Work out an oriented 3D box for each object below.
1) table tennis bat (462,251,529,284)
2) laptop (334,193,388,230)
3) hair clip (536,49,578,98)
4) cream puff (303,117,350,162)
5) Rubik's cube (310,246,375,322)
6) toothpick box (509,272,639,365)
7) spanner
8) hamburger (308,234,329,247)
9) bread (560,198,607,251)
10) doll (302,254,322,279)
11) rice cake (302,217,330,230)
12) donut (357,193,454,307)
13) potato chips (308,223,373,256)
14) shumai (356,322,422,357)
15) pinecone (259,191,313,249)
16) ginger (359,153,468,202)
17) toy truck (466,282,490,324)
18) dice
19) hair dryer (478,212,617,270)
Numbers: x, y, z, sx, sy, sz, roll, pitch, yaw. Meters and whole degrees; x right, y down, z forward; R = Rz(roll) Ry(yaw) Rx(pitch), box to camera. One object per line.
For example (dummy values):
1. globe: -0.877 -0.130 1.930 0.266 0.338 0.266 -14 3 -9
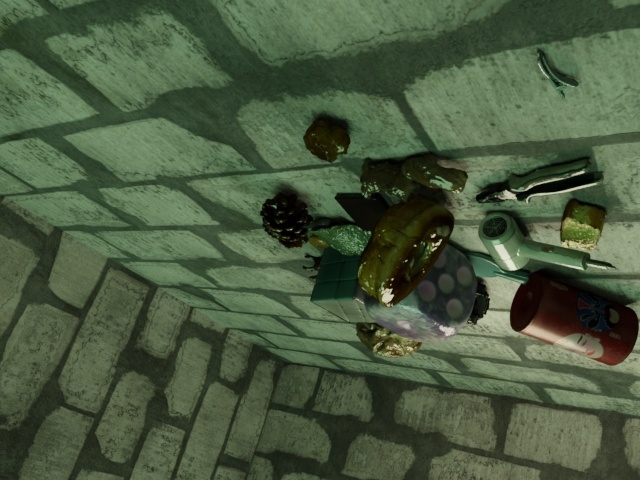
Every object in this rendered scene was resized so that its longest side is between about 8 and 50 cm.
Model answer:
1. table tennis bat: 0.556 0.094 2.000 0.244 0.040 0.153 15 157 16
2. laptop: 0.152 -0.085 1.905 0.154 0.026 0.207 1 153 32
3. hair clip: 0.441 -0.316 1.149 0.115 0.030 0.039 31 135 -34
4. cream puff: 0.018 -0.254 1.535 0.122 0.094 0.116 29 168 46
5. Rubik's cube: 0.134 0.155 2.207 0.221 0.225 0.231 33 152 -35
6. toothpick box: 0.806 0.253 1.963 0.333 0.204 0.204 19 158 -5
7. spanner: 0.517 -0.133 1.497 0.095 0.040 0.325 31 153 -31
8. hamburger: 0.000 0.000 2.190 0.076 0.044 0.083 33 156 -30
9. bread: 0.675 -0.034 1.585 0.103 0.065 0.187 16 157 21
10. doll: 0.015 0.108 2.419 0.165 0.057 0.139 3 151 22
11. rice cake: -0.033 -0.045 2.122 0.033 0.033 0.207 22 158 -29
12. donut: 0.228 0.018 1.702 0.160 0.330 0.330 35 164 22
13. potato chips: 0.076 -0.008 2.061 0.228 0.059 0.167 -3 140 25
14. shumai: 0.333 0.322 2.569 0.314 0.267 0.262 -2 134 -26
15. pinecone: -0.109 -0.069 1.962 0.179 0.150 0.195 40 169 26
16. ginger: 0.231 -0.159 1.579 0.290 0.122 0.084 0 -177 31
17. toy truck: 0.493 0.209 2.203 0.224 0.147 0.165 14 180 18
18. dice: 0.320 0.158 1.989 0.270 0.271 0.270 33 154 -19
19. hair dryer: 0.609 0.025 1.641 0.357 0.108 0.173 14 161 41
